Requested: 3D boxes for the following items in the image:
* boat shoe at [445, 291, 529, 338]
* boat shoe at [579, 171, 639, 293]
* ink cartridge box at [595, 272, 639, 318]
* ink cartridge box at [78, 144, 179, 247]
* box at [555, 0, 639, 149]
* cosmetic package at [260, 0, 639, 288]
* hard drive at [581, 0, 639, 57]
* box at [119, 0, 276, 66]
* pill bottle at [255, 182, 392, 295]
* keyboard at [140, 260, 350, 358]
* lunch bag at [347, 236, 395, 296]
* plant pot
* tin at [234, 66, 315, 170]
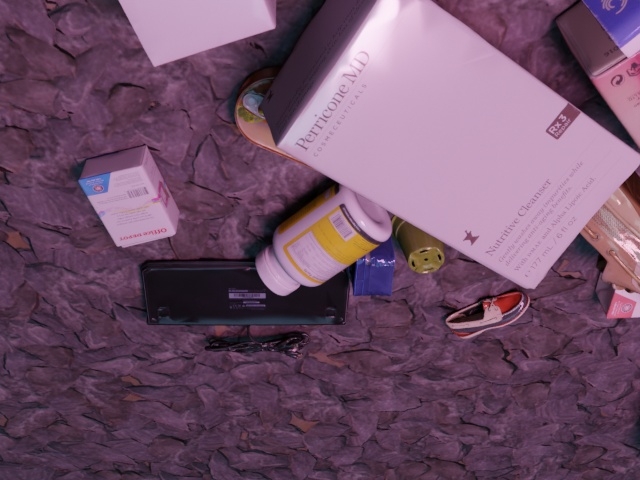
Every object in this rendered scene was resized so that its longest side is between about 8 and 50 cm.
[{"bbox_3d":[0.267,0.115,1.182,0.137,0.049,0.043,-29,125,27],"label":"boat shoe"},{"bbox_3d":[0.438,0.012,1.023,0.110,0.121,0.341,-35,100,35],"label":"boat shoe"},{"bbox_3d":[0.538,0.054,1.129,0.198,0.067,0.115,-2,132,0],"label":"ink cartridge box"},{"bbox_3d":[-0.253,-0.057,0.992,0.089,0.052,0.122,-12,130,7],"label":"ink cartridge box"},{"bbox_3d":[0.398,-0.183,0.854,0.127,0.148,0.232,-34,125,24],"label":"box"},{"bbox_3d":[0.148,-0.129,0.859,0.385,0.156,0.217,25,111,-25],"label":"cosmetic package"},{"bbox_3d":[0.357,-0.347,0.665,0.319,0.210,0.040,-40,142,28],"label":"hard drive"},{"bbox_3d":[-0.118,-0.267,0.732,0.130,0.170,0.091,-14,131,10],"label":"box"},{"bbox_3d":[0.000,0.000,1.024,0.184,0.103,0.103,-35,125,25],"label":"pill bottle"},{"bbox_3d":[-0.115,0.109,1.164,0.318,0.033,0.201,1,125,-3],"label":"keyboard"},{"bbox_3d":[0.071,0.034,1.082,0.065,0.067,0.098,-2,131,-2],"label":"lunch bag"},{"bbox_3d":[0.144,0.003,1.051,0.084,0.079,0.083,-1,132,-1],"label":"plant pot"},{"bbox_3d":[-0.017,-0.149,0.935,0.190,0.040,0.106,22,123,-22],"label":"tin"}]
